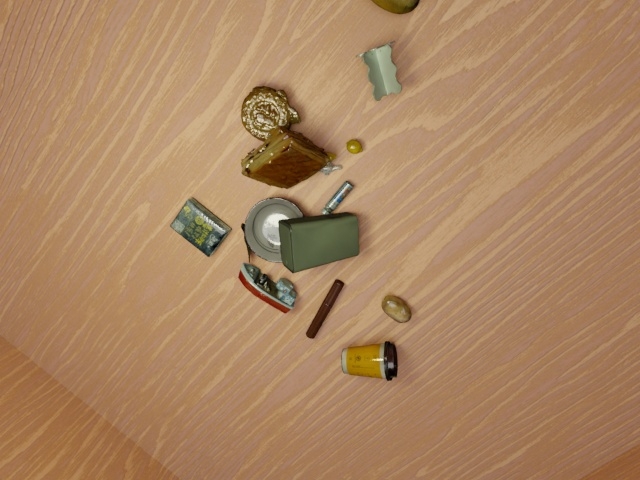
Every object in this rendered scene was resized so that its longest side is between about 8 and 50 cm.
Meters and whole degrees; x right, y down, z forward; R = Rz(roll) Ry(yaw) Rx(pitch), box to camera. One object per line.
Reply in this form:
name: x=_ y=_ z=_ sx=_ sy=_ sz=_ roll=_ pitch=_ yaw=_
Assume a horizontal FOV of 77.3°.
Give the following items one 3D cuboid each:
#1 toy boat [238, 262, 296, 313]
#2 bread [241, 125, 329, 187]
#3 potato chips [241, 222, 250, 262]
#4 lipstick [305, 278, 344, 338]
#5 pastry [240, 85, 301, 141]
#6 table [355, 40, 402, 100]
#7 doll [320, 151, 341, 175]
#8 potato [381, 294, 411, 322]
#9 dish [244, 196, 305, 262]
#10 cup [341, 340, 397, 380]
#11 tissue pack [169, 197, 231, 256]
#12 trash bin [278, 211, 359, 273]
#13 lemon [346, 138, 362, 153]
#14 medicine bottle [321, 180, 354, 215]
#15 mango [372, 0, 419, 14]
toy boat: x=-0.262 y=0.220 z=2.016 sx=0.332 sy=0.145 sz=0.133 roll=34 pitch=108 yaw=-9
bread: x=-0.158 y=-0.369 z=1.768 sx=0.324 sy=0.277 sz=0.167 roll=-24 pitch=63 yaw=36
potato chips: x=-0.365 y=0.017 z=1.984 sx=0.026 sy=0.142 sz=0.209 roll=-12 pitch=130 yaw=-13
lipstick: x=0.020 y=0.358 z=2.065 sx=0.057 sy=0.057 sz=0.357 roll=27 pitch=108 yaw=0
pastry: x=-0.237 y=-0.570 z=1.794 sx=0.235 sy=0.132 sz=0.240 roll=-34 pitch=106 yaw=7
table: x=0.255 y=-0.697 z=1.667 sx=0.166 sy=0.166 sz=0.198 roll=-16 pitch=112 yaw=13
doll: x=0.017 y=-0.354 z=1.853 sx=0.135 sy=0.071 sz=0.113 roll=-20 pitch=121 yaw=20
potato: x=0.379 y=0.343 z=1.994 sx=0.170 sy=0.080 sz=0.107 roll=34 pitch=108 yaw=-8
dish: x=-0.207 y=-0.056 z=1.942 sx=0.316 sy=0.106 sz=0.316 roll=1 pitch=102 yaw=4
cup: x=0.256 y=0.616 z=2.049 sx=0.279 sy=0.196 sz=0.196 roll=-7 pitch=106 yaw=19
tissue pack: x=-0.604 y=-0.064 z=2.015 sx=0.257 sy=0.081 sz=0.185 roll=39 pitch=109 yaw=-5
trash bin: x=0.000 y=0.000 z=1.829 sx=0.343 sy=0.158 sz=0.223 roll=-10 pitch=107 yaw=-22
lemon: x=0.153 y=-0.422 z=1.806 sx=0.083 sy=0.062 sz=0.062 roll=27 pitch=109 yaw=2
medicine bottle: x=0.079 y=-0.198 z=1.891 sx=0.051 sy=0.051 sz=0.191 roll=40 pitch=109 yaw=-5
mango: x=0.246 y=-1.029 z=1.565 sx=0.176 sy=0.175 sz=0.329 roll=-21 pitch=123 yaw=36
